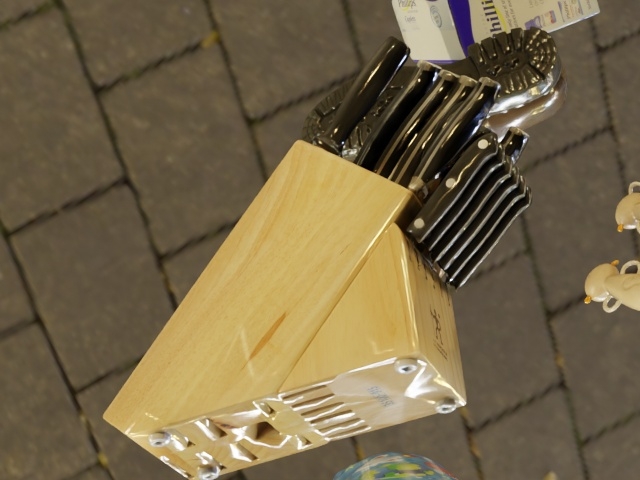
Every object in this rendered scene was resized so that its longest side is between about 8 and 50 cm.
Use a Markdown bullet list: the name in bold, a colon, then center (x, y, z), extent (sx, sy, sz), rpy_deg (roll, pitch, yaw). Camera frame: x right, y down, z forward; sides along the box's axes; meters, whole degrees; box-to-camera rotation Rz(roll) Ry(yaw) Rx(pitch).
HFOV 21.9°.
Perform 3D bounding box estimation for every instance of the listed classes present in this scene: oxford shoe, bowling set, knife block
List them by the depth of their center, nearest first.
- **knife block**: center (0.000, 0.000, 1.035), extent (0.275, 0.242, 0.088), rpy_deg (-18, 146, 17)
- **oxford shoe**: center (0.096, -0.098, 1.366), extent (0.227, 0.083, 0.096), rpy_deg (-12, 149, 17)
- **bowling set**: center (0.459, 0.004, 2.025), extent (0.200, 0.154, 0.287), rpy_deg (39, 79, -26)

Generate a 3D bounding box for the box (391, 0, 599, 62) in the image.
- **box**: center (0.151, -0.210, 1.452), extent (0.137, 0.126, 0.072), rpy_deg (-22, 103, -16)

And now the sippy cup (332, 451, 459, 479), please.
- **sippy cup**: center (0.079, 0.311, 1.579), extent (0.305, 0.224, 0.240), rpy_deg (25, 98, -8)
